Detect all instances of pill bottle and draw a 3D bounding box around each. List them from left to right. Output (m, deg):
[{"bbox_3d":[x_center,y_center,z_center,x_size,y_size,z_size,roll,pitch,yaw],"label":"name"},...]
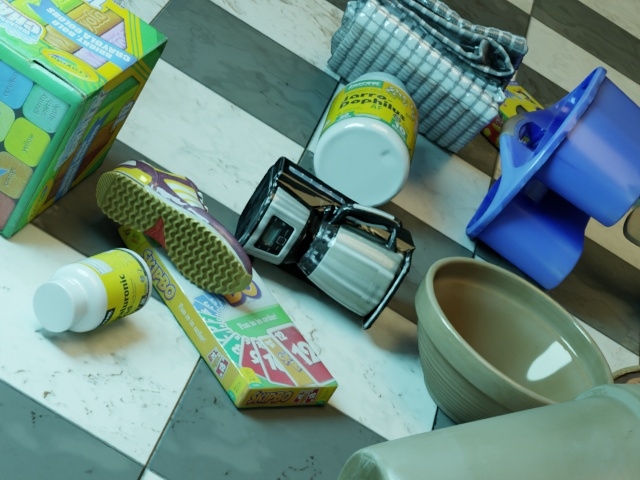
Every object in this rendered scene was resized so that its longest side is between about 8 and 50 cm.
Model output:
[{"bbox_3d":[-0.213,0.049,1.624,0.065,0.065,0.116,42,28,15],"label":"pill bottle"},{"bbox_3d":[0.062,-0.133,2.176,0.117,0.117,0.208,31,27,-6],"label":"pill bottle"}]

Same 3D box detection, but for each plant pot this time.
[{"bbox_3d":[0.188,0.134,1.881,0.237,0.110,0.237,27,28,-16],"label":"plant pot"},{"bbox_3d":[0.162,0.273,1.451,0.280,0.323,0.323,5,36,-19],"label":"plant pot"}]

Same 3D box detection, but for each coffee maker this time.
[{"bbox_3d":[0.000,0.000,1.917,0.178,0.120,0.171,31,-2,-8],"label":"coffee maker"}]

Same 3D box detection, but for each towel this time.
[{"bbox_3d":[0.137,-0.243,2.310,0.235,0.121,0.284,36,-11,0],"label":"towel"}]

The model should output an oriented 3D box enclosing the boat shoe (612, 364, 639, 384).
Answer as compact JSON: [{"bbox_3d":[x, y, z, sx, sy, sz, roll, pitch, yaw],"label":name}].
[{"bbox_3d":[0.417,0.200,2.069,0.207,0.073,0.073,13,31,-35],"label":"boat shoe"}]

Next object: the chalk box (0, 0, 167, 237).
[{"bbox_3d":[-0.305,-0.140,1.712,0.179,0.180,0.289,34,28,1],"label":"chalk box"}]

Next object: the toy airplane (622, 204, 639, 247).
[{"bbox_3d":[0.631,0.071,2.310,0.384,0.272,0.386,-21,69,-22],"label":"toy airplane"}]

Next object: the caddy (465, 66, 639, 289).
[{"bbox_3d":[0.303,-0.093,2.250,0.179,0.241,0.341,41,26,0],"label":"caddy"}]

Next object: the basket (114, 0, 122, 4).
[{"bbox_3d":[-0.294,-0.256,1.914,0.103,0.167,0.113,32,9,11],"label":"basket"}]

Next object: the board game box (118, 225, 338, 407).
[{"bbox_3d":[-0.096,0.066,1.765,0.124,0.039,0.259,3,37,-46],"label":"board game box"}]

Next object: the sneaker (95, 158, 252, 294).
[{"bbox_3d":[-0.132,-0.022,1.756,0.185,0.069,0.084,38,33,10],"label":"sneaker"}]

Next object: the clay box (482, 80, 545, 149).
[{"bbox_3d":[0.313,-0.145,2.552,0.222,0.053,0.127,46,29,24],"label":"clay box"}]
